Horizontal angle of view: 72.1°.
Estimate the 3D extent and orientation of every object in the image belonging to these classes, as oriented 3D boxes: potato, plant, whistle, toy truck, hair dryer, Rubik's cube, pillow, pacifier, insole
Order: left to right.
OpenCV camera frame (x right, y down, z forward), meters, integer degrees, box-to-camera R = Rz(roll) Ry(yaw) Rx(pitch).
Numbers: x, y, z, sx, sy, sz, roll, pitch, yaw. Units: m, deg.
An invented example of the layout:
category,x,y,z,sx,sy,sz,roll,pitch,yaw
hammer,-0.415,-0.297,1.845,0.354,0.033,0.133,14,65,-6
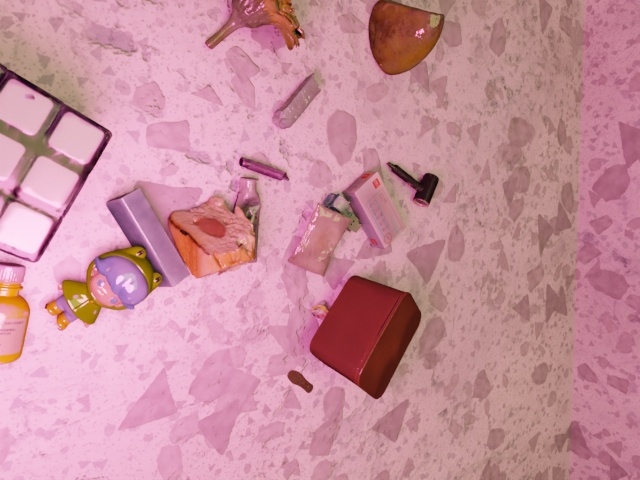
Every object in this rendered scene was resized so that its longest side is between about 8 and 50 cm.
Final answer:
category,x,y,z,sx,sy,sz,roll,pitch,yaw
Rubik's cube,-0.652,-0.164,0.883,0.301,0.305,0.304,32,76,-32
plant,-0.171,-0.660,1.261,0.306,0.297,0.261,48,32,15
whistle,-0.172,-0.220,1.371,0.176,0.033,0.033,16,86,-35
insole,-0.069,0.497,1.546,0.045,0.002,0.135,-52,121,-18
pillow,0.000,0.000,1.476,0.148,0.050,0.230,20,101,-31
pacifier,0.003,0.243,1.545,0.083,0.068,0.064,46,37,-30
toy truck,0.088,-0.090,1.540,0.175,0.081,0.067,44,73,-30
potato,0.290,-0.726,1.500,0.112,0.255,0.270,-17,105,-34
hair dryer,0.359,-0.249,1.727,0.255,0.070,0.128,34,76,-28

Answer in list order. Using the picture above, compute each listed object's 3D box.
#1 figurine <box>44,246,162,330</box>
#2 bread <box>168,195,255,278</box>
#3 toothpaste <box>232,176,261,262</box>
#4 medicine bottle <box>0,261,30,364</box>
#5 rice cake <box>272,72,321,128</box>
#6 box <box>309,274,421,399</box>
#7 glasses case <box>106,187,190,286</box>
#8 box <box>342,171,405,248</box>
category,x,y,z,sx,sy,sz,roll,pitch,yaw
figurine,-0.541,0.120,1.100,0.263,0.143,0.162,-29,105,-11
bread,-0.277,-0.013,1.194,0.183,0.211,0.224,-26,96,-34
toothpaste,-0.228,-0.059,1.347,0.096,0.061,0.266,-2,104,-36
medicine bottle,-0.718,0.157,0.980,0.121,0.121,0.213,12,88,-35
rice cake,-0.074,-0.436,1.396,0.063,0.069,0.207,46,67,-28
box,0.157,0.319,1.515,0.340,0.229,0.239,-57,140,-15
glasses case,-0.458,0.005,1.155,0.056,0.105,0.266,-70,140,-62
box,0.200,-0.107,1.617,0.135,0.079,0.269,-44,118,-22
